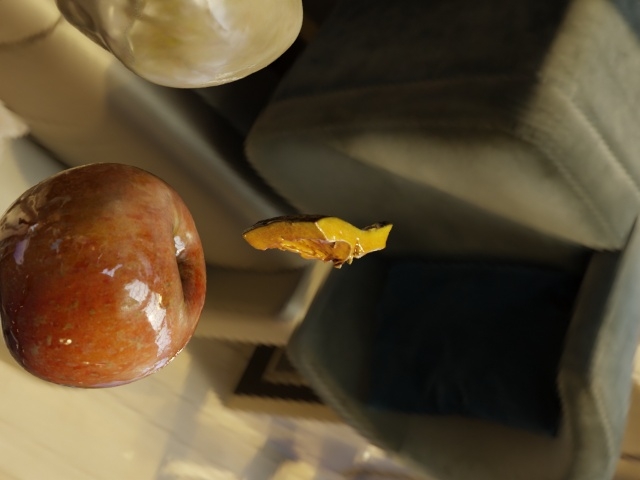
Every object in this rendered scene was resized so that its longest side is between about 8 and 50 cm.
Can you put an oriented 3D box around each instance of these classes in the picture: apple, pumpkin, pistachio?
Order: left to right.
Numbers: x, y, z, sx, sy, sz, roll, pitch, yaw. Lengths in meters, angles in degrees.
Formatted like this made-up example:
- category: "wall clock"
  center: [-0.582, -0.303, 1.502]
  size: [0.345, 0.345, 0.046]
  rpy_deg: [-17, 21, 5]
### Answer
- category: "apple"
  center: [-0.246, 0.041, 1.360]
  size: [0.253, 0.253, 0.253]
  rpy_deg: [22, 158, 9]
- category: "pistachio"
  center: [-0.074, -0.144, 0.690]
  size: [0.108, 0.126, 0.185]
  rpy_deg: [3, 169, 29]
- category: "pumpkin"
  center: [-0.002, 0.000, 0.864]
  size: [0.073, 0.035, 0.101]
  rpy_deg: [3, -179, 39]
